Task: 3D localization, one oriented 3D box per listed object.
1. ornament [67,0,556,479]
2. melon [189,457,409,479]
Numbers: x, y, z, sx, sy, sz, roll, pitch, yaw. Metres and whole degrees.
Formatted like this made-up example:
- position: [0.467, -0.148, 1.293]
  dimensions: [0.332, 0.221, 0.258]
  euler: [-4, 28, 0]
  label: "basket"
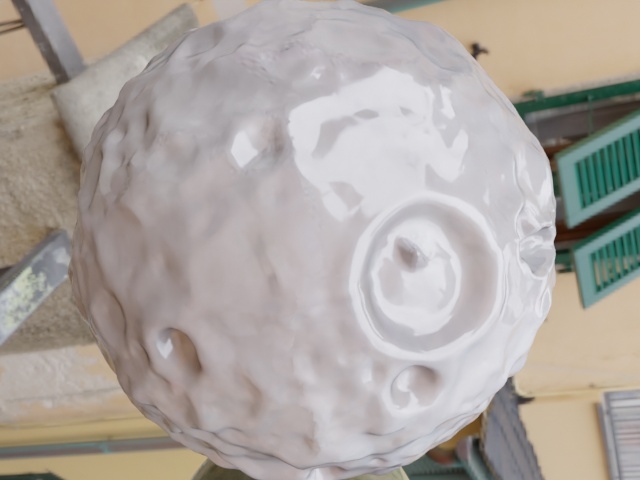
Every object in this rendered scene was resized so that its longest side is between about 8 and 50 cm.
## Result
- position: [0.000, 0.000, 0.534]
  dimensions: [0.337, 0.337, 0.336]
  euler: [-9, 90, -71]
  label: "ornament"
- position: [-0.025, 0.305, 0.724]
  dimensions: [0.308, 0.272, 0.271]
  euler: [-18, 99, -60]
  label: "melon"
